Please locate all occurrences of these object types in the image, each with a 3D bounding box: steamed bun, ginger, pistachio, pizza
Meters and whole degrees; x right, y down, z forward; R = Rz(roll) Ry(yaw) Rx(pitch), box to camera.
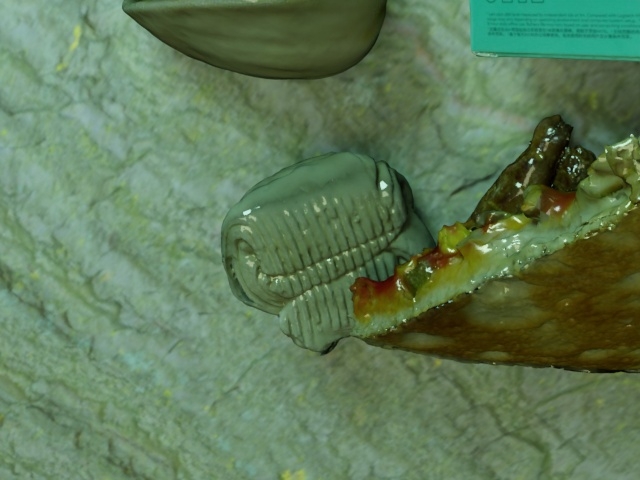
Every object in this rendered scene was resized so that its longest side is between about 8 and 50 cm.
[{"bbox_3d":[0.001,0.002,1.010,0.218,0.144,0.211,-24,119,-6],"label":"steamed bun"},{"bbox_3d":[0.227,-0.041,0.963,0.103,0.073,0.162,32,116,-1],"label":"ginger"},{"bbox_3d":[-0.068,-0.235,0.890,0.288,0.197,0.166,7,111,24],"label":"pistachio"},{"bbox_3d":[0.264,0.011,0.851,0.440,0.130,0.406,4,150,-7],"label":"pizza"}]

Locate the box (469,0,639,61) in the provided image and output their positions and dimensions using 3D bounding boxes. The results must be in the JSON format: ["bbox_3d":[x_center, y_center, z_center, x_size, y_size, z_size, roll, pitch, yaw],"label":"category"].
[{"bbox_3d":[0.234,-0.312,0.787,0.205,0.118,0.311,8,117,33],"label":"box"}]
